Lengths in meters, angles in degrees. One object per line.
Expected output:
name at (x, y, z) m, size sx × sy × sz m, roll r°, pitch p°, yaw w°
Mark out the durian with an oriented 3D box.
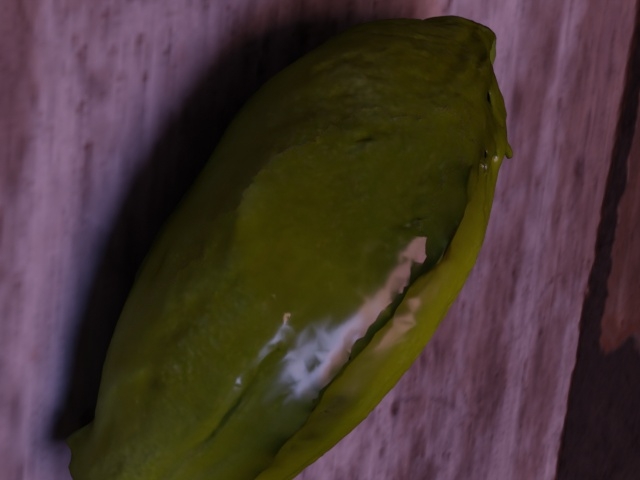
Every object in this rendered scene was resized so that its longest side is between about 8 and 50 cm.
durian at (0.000, 0.000, 0.688) m, size 0.250 × 0.101 × 0.139 m, roll -58°, pitch -179°, yaw -19°
